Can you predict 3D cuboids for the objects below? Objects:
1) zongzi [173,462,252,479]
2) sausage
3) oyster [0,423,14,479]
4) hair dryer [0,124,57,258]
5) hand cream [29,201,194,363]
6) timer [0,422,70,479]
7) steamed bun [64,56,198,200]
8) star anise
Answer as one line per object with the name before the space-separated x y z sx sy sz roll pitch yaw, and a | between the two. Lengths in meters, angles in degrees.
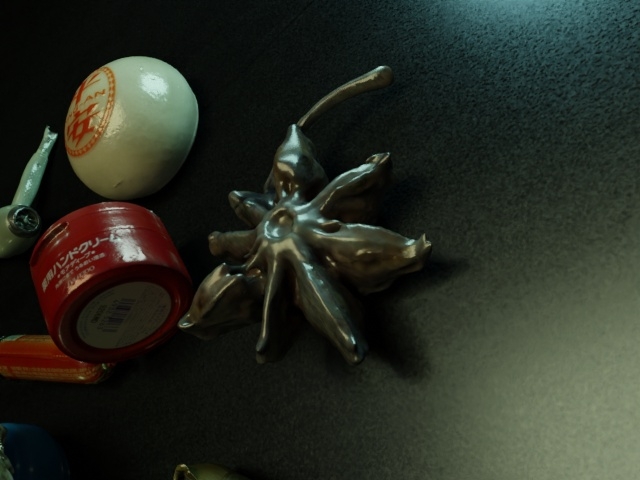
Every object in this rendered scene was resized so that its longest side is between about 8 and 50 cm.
zongzi | -0.076 0.350 0.701 0.204 0.094 0.205 6 81 33
sausage | -0.387 0.176 1.027 0.264 0.083 0.083 -5 69 37
oyster | -0.416 0.362 0.801 0.238 0.114 0.351 -53 38 31
hair dryer | -0.579 -0.060 1.301 0.229 0.092 0.267 -36 39 30
hand cream | -0.271 0.058 0.907 0.193 0.193 0.125 -48 52 13
timer | -0.478 0.431 0.969 0.340 0.115 0.309 -25 59 29
steamed bun | -0.307 -0.181 1.065 0.231 0.145 0.232 -16 62 33
star anise | 0.000 0.000 0.770 0.359 0.139 0.316 -34 60 4
